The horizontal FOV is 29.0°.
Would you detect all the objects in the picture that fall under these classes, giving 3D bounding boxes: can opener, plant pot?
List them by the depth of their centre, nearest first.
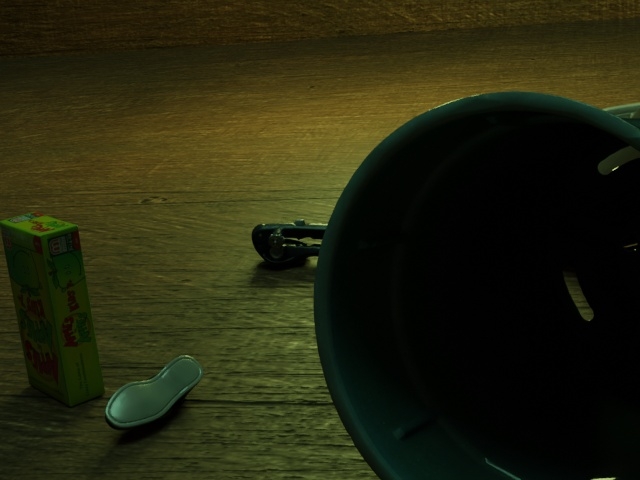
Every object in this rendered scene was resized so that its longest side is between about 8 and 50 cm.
[{"bbox_3d":[0.229,0.041,0.995,0.341,0.341,0.334,6,13,34],"label":"plant pot"},{"bbox_3d":[0.000,0.000,1.602,0.186,0.059,0.073,-2,17,15],"label":"can opener"}]

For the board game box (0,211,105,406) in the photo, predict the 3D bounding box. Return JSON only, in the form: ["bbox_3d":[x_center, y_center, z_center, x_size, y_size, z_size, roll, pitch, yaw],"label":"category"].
[{"bbox_3d":[-0.273,0.069,1.259,0.043,0.181,0.092,-19,21,-36],"label":"board game box"}]

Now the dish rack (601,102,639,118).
[{"bbox_3d":[0.608,-0.163,1.910,0.285,0.072,0.333,-10,18,-10],"label":"dish rack"}]

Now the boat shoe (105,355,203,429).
[{"bbox_3d":[-0.164,0.153,1.196,0.046,0.038,0.125,43,39,9],"label":"boat shoe"}]

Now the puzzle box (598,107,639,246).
[{"bbox_3d":[0.437,-0.106,1.393,0.272,0.052,0.409,-13,-23,-22],"label":"puzzle box"}]
